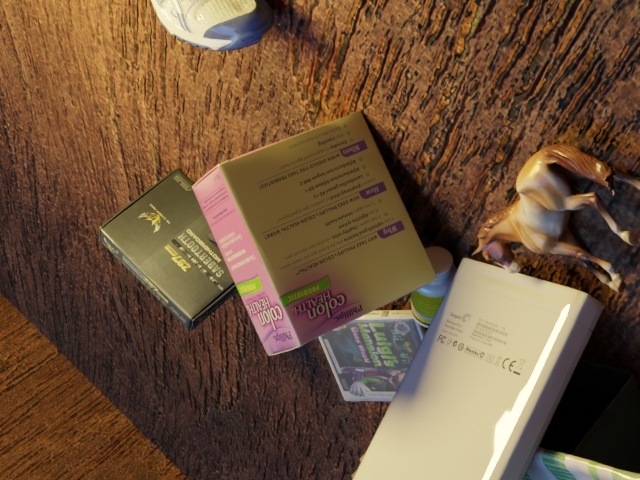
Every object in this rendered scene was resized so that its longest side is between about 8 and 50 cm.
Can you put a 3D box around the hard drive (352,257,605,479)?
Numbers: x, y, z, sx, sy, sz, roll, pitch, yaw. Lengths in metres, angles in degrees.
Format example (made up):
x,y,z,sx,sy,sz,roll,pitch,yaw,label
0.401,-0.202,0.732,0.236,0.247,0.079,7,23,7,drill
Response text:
x,y,z,sx,sy,sz,roll,pitch,yaw,label
0.174,0.204,1.351,0.047,0.353,0.233,31,173,-32,hard drive

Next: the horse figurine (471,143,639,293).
x,y,z,sx,sy,sz,roll,pitch,yaw,label
0.263,-0.029,1.218,0.174,0.066,0.263,32,154,20,horse figurine

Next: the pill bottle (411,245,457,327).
x,y,z,sx,sy,sz,roll,pitch,yaw,label
0.153,0.062,1.519,0.065,0.065,0.116,34,152,28,pill bottle

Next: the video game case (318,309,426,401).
x,y,z,sx,sy,sz,roll,pitch,yaw,label
0.093,0.181,1.747,0.173,0.022,0.190,-3,130,23,video game case

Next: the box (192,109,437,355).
x,y,z,sx,sy,sz,roll,pitch,yaw,label
-0.008,-0.010,1.441,0.243,0.214,0.117,65,154,1,box

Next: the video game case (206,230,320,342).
x,y,z,sx,sy,sz,roll,pitch,yaw,label
-0.056,0.089,1.832,0.274,0.026,0.196,44,170,-23,video game case

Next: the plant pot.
x,y,z,sx,sy,sz,roll,pitch,yaw,label
0.335,0.291,1.451,0.166,0.165,0.234,10,139,53,plant pot

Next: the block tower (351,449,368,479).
x,y,z,sx,sy,sz,roll,pitch,yaw,label
0.151,0.526,2.152,0.097,0.091,0.335,25,146,41,block tower

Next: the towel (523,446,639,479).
x,y,z,sx,sy,sz,roll,pitch,yaw,label
0.300,0.336,1.316,0.325,0.038,0.248,4,131,56,towel

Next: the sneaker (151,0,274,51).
x,y,z,sx,sy,sz,roll,pitch,yaw,label
-0.181,-0.349,1.420,0.296,0.112,0.131,36,152,23,sneaker

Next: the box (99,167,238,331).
x,y,z,sx,sy,sz,roll,pitch,yaw,label
-0.234,0.013,1.934,0.233,0.183,0.059,44,155,11,box
